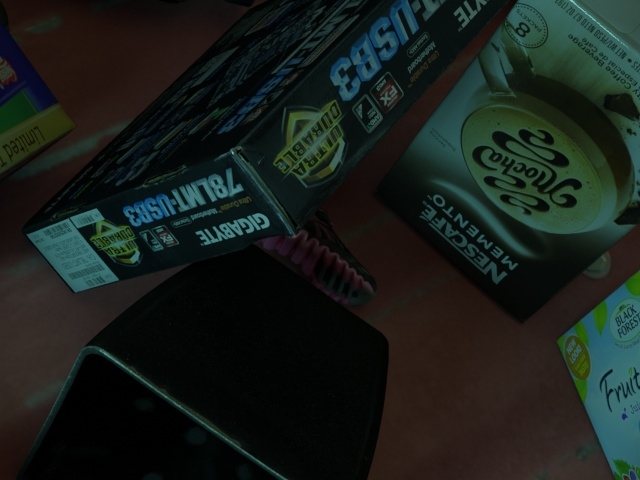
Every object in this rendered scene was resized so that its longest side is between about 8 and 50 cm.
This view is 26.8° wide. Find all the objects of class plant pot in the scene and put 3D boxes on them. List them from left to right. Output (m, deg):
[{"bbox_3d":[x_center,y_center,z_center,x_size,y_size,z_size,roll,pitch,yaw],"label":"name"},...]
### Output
[{"bbox_3d":[-0.060,0.114,0.886,0.187,0.188,0.167,34,47,0],"label":"plant pot"}]

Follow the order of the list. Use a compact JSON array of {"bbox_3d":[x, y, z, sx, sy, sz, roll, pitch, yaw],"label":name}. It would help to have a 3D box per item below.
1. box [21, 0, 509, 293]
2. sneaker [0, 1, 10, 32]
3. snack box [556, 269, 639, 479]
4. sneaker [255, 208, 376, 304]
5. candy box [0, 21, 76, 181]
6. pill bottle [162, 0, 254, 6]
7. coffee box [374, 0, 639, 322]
[{"bbox_3d":[-0.033,-0.097,0.926,0.073,0.293,0.295,53,56,-19],"label":"box"},{"bbox_3d":[-0.351,-0.222,0.988,0.267,0.106,0.101,30,57,-4],"label":"sneaker"},{"bbox_3d":[0.274,0.106,0.981,0.070,0.207,0.175,-12,70,-24],"label":"snack box"},{"bbox_3d":[0.000,0.000,1.038,0.119,0.047,0.057,39,47,1],"label":"sneaker"},{"bbox_3d":[-0.326,-0.141,0.823,0.317,0.122,0.268,57,18,-10],"label":"candy box"},{"bbox_3d":[-0.148,-0.260,1.066,0.219,0.123,0.123,14,61,-13],"label":"pill bottle"},{"bbox_3d":[0.182,-0.084,0.992,0.168,0.297,0.119,40,57,3],"label":"coffee box"}]
